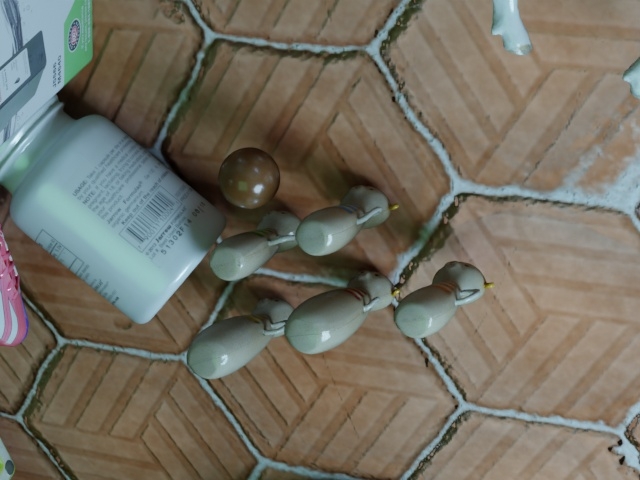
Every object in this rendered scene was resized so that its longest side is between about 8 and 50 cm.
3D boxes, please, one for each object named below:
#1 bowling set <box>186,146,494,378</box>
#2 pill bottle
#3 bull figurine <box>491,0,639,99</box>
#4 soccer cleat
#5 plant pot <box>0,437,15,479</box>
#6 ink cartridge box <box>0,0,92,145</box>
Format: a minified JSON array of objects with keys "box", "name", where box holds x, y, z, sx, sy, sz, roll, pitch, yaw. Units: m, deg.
[{"box":[0.000,0.000,1.323,0.287,0.154,0.199,-10,100,30],"name":"bowling set"},{"box":[-0.211,-0.041,1.365,0.229,0.131,0.131,40,128,-5],"name":"pill bottle"},{"box":[0.241,-0.205,1.082,0.310,0.101,0.188,24,130,5],"name":"bull figurine"},{"box":[-0.319,0.011,1.366,0.095,0.083,0.248,-34,136,-5],"name":"soccer cleat"},{"box":[-0.482,0.249,1.627,0.207,0.228,0.227,-10,116,22],"name":"plant pot"},{"box":[-0.295,-0.185,1.210,0.115,0.273,0.198,16,127,12],"name":"ink cartridge box"}]
